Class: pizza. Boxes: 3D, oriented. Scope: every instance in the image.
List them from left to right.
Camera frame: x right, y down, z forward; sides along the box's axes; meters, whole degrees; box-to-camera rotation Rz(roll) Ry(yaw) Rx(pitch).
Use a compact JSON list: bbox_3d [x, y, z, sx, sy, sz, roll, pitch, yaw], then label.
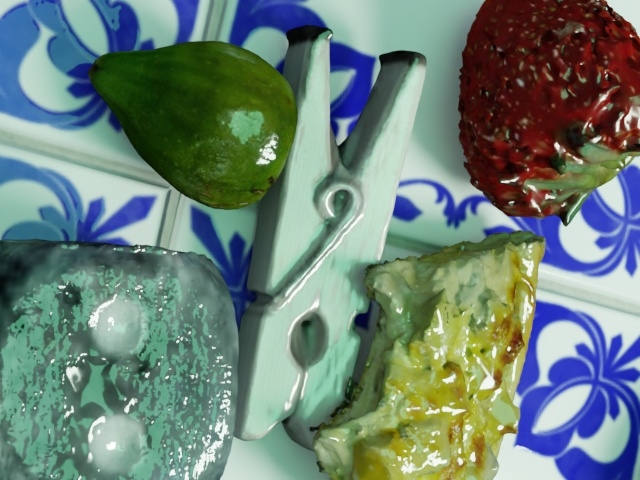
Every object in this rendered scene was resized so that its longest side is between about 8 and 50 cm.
[{"bbox_3d":[0.098,0.125,1.258,0.223,0.089,0.323,30,76,-52],"label":"pizza"}]

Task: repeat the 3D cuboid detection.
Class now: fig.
[{"bbox_3d":[-0.099,-0.099,1.186,0.156,0.123,0.123,27,78,-17],"label":"fig"}]

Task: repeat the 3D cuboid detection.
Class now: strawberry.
[{"bbox_3d":[0.189,-0.124,1.303,0.184,0.187,0.201,-27,72,-1],"label":"strawberry"}]

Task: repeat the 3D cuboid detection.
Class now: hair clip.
[{"bbox_3d":[-0.002,0.000,1.251,0.101,0.085,0.330,11,90,-23],"label":"hair clip"}]

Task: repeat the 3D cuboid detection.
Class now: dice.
[{"bbox_3d":[-0.169,0.095,1.114,0.182,0.182,0.183,4,87,-24],"label":"dice"}]
